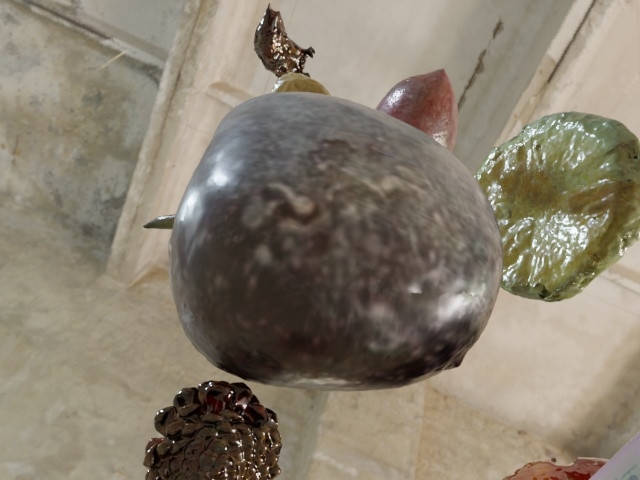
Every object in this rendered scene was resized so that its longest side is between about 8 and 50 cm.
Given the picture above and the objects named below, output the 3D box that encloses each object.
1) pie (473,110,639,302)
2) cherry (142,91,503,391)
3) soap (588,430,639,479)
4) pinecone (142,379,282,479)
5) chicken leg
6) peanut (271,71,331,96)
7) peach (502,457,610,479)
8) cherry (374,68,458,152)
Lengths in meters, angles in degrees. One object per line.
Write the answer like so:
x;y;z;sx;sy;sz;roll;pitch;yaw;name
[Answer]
0.335;-0.050;0.971;0.071;0.306;0.306;13;-50;-31;pie
0.000;0.000;0.539;0.296;0.255;0.218;13;-60;0;cherry
0.317;0.227;0.492;0.182;0.138;0.199;18;-53;-5;soap
-0.077;0.151;0.487;0.102;0.102;0.109;25;-12;-2;pinecone
-0.081;-0.406;1.434;0.063;0.234;0.105;37;-87;33;chicken leg
-0.001;-0.213;1.100;0.174;0.080;0.080;31;-55;-26;peanut
0.262;0.438;0.707;0.417;0.353;0.339;-25;-62;14;peach
0.185;-0.220;1.311;0.192;0.175;0.249;2;-56;-34;cherry
